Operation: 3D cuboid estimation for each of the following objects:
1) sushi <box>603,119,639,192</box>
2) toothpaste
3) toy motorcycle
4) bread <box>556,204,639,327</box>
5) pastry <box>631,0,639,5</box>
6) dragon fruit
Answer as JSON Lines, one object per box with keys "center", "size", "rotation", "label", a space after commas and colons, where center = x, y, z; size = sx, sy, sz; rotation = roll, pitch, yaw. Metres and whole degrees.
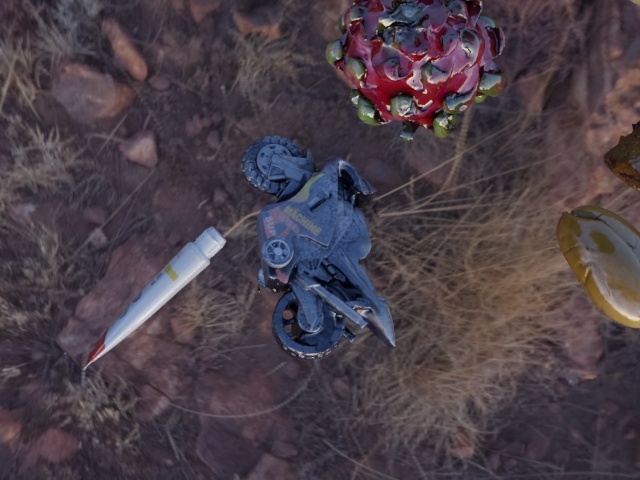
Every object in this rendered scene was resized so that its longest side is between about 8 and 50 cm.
{"center": [0.208, -0.053, 0.556], "size": [0.050, 0.099, 0.047], "rotation": [34, 99, -7], "label": "sushi"}
{"center": [-0.172, 0.058, 0.909], "size": [0.190, 0.048, 0.031], "rotation": [-44, 106, 1], "label": "toothpaste"}
{"center": [0.000, 0.000, 1.137], "size": [0.173, 0.108, 0.307], "rotation": [-8, 73, -13], "label": "toy motorcycle"}
{"center": [0.388, 0.029, 1.168], "size": [0.114, 0.077, 0.189], "rotation": [-33, 82, -18], "label": "bread"}
{"center": [0.407, -0.343, 0.743], "size": [0.313, 0.388, 0.388], "rotation": [40, 74, -2], "label": "pastry"}
{"center": [0.142, -0.243, 1.121], "size": [0.273, 0.198, 0.218], "rotation": [-23, 88, -29], "label": "dragon fruit"}
